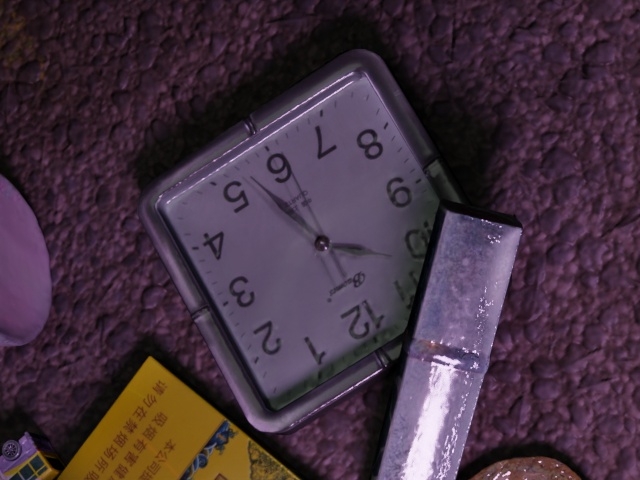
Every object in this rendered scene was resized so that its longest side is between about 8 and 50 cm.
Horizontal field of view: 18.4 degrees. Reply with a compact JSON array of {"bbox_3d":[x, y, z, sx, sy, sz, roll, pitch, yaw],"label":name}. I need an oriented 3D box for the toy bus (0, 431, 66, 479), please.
[{"bbox_3d":[-0.288,0.230,1.842,0.102,0.052,0.058,-42,70,5],"label":"toy bus"}]

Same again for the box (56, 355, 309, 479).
[{"bbox_3d":[-0.095,0.245,1.784,0.279,0.041,0.153,37,91,21],"label":"box"}]

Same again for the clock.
[{"bbox_3d":[0.000,0.000,1.791,0.273,0.049,0.279,-32,73,10],"label":"clock"}]

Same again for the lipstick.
[{"bbox_3d":[0.102,0.114,1.685,0.076,0.077,0.289,12,99,-5],"label":"lipstick"}]

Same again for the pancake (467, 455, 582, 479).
[{"bbox_3d":[0.176,0.260,1.701,0.152,0.025,0.151,-3,79,16],"label":"pancake"}]

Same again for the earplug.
[{"bbox_3d":[-0.426,0.050,1.870,0.301,0.172,0.172,-16,76,21],"label":"earplug"}]
